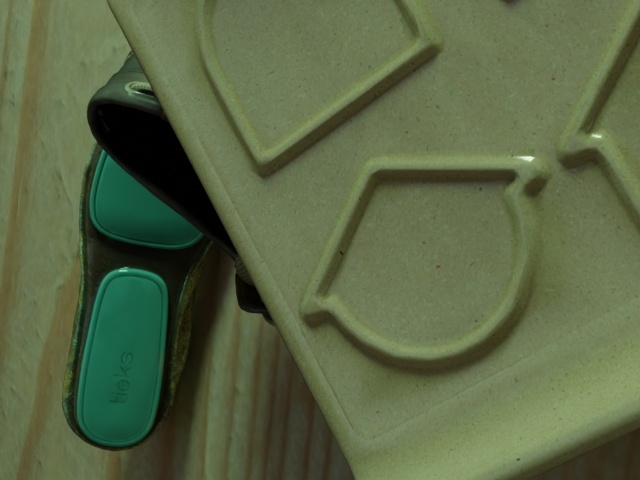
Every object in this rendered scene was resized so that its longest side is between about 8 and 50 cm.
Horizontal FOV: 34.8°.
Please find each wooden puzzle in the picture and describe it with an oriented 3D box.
[{"bbox_3d":[0.084,-0.086,0.469,0.322,0.080,0.347,-33,74,25],"label":"wooden puzzle"}]

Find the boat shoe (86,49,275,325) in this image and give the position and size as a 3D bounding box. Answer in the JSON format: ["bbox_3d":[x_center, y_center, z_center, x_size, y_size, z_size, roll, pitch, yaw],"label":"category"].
[{"bbox_3d":[0.000,0.000,0.613,0.355,0.130,0.132,37,142,21],"label":"boat shoe"}]

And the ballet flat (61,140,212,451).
[{"bbox_3d":[-0.146,0.002,0.858,0.123,0.123,0.348,25,106,45],"label":"ballet flat"}]
